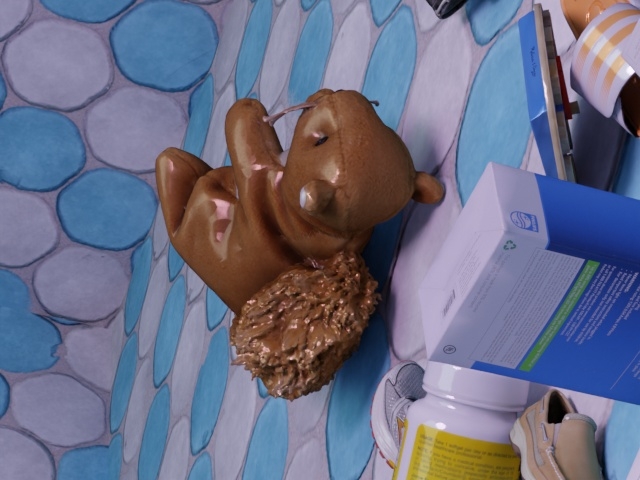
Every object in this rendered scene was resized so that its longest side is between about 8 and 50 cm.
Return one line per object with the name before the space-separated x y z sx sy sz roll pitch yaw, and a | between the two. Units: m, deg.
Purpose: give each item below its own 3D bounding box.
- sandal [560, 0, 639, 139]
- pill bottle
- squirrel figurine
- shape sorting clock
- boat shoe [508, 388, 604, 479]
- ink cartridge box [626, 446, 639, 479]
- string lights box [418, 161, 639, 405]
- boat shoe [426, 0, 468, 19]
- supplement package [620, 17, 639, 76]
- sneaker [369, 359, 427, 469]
sandal | 0.253 -0.172 1.547 0.265 0.076 0.102 -117 39 -49
pill bottle | 0.130 0.218 1.635 0.119 0.119 0.208 -153 75 -74
squirrel figurine | 0.000 0.000 2.137 0.370 0.281 0.397 -21 71 59
shape sorting clock | 0.221 -0.119 1.607 0.206 0.040 0.206 -12 -90 -77
boat shoe | 0.212 0.182 1.498 0.072 0.068 0.190 -61 19 13
ink cartridge box | 0.271 0.256 1.153 0.237 0.100 0.172 -114 40 -67
string lights box | 0.216 0.044 1.226 0.076 0.260 0.133 -95 24 -47
boat shoe | 0.186 -0.318 1.998 0.070 0.078 0.219 66 155 3
supplement package | 0.315 -0.120 1.217 0.179 0.105 0.105 59 136 43
sneaker | 0.116 0.213 1.792 0.092 0.088 0.225 -55 33 36
